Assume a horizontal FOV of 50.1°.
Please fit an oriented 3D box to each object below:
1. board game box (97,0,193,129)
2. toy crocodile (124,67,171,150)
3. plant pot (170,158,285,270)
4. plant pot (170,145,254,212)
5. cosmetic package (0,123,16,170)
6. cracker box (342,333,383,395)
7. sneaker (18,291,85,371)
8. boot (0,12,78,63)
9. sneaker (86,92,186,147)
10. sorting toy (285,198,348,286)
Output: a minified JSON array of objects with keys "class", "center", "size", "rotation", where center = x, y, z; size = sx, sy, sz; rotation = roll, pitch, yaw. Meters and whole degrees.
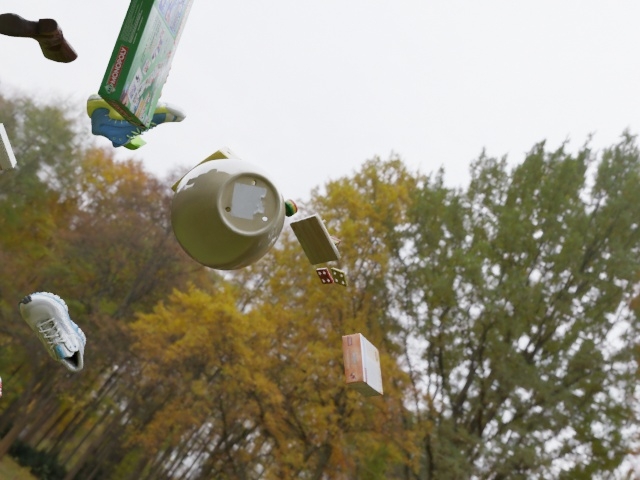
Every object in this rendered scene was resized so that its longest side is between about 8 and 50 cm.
[{"class":"board game box","center":[-0.329,-0.394,1.333],"size":[0.046,0.317,0.213],"rotation":[18,-5,1]},{"class":"toy crocodile","center":[-0.453,-0.389,1.762],"size":[0.105,0.115,0.340],"rotation":[33,-66,5]},{"class":"plant pot","center":[-0.177,-0.065,1.444],"size":[0.256,0.256,0.274],"rotation":[41,-12,-10]},{"class":"plant pot","center":[-0.315,-0.181,2.181],"size":[0.212,0.187,0.212],"rotation":[41,10,-7]},{"class":"cosmetic package","center":[-0.864,-0.252,1.850],"size":[0.060,0.041,0.115],"rotation":[-124,-158,-65]},{"class":"cracker box","center":[0.138,0.409,2.224],"size":[0.067,0.156,0.232],"rotation":[-11,-26,16]},{"class":"sneaker","center":[-0.475,0.170,1.238],"size":[0.083,0.071,0.191],"rotation":[59,-7,44]},{"class":"boot","center":[-0.444,-0.310,1.069],"size":[0.106,0.037,0.114],"rotation":[5,-8,-5]},{"class":"sneaker","center":[-0.452,-0.285,1.682],"size":[0.240,0.126,0.091],"rotation":[8,13,-2]},{"class":"sorting toy","center":[0.000,0.000,1.842],"size":[0.132,0.046,0.274],"rotation":[-15,-74,56]}]
